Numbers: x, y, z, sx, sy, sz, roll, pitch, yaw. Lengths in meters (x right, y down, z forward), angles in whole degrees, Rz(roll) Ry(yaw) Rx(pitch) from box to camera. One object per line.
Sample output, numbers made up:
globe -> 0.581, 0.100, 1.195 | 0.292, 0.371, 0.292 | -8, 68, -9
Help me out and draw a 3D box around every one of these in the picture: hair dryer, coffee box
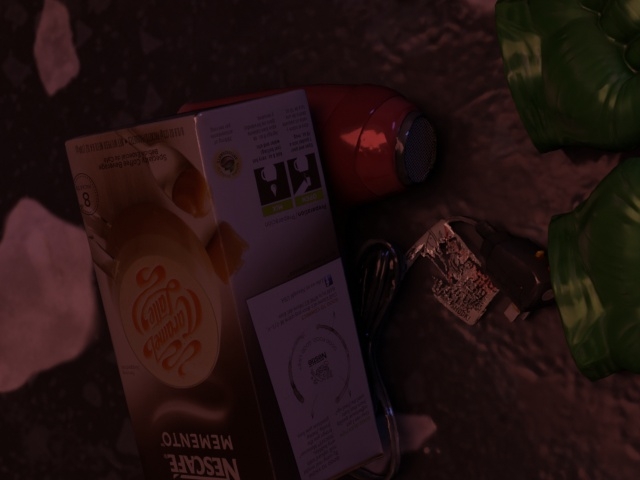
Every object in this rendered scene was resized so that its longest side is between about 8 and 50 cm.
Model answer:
hair dryer -> 0.000, 0.000, 1.009 | 0.223, 0.080, 0.293 | -46, 68, 18
coffee box -> -0.063, 0.038, 0.977 | 0.141, 0.098, 0.247 | -6, 100, 46

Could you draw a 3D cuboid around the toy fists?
toy fists -> 0.199, -0.053, 0.902 | 0.142, 0.096, 0.279 | -16, 78, 25
